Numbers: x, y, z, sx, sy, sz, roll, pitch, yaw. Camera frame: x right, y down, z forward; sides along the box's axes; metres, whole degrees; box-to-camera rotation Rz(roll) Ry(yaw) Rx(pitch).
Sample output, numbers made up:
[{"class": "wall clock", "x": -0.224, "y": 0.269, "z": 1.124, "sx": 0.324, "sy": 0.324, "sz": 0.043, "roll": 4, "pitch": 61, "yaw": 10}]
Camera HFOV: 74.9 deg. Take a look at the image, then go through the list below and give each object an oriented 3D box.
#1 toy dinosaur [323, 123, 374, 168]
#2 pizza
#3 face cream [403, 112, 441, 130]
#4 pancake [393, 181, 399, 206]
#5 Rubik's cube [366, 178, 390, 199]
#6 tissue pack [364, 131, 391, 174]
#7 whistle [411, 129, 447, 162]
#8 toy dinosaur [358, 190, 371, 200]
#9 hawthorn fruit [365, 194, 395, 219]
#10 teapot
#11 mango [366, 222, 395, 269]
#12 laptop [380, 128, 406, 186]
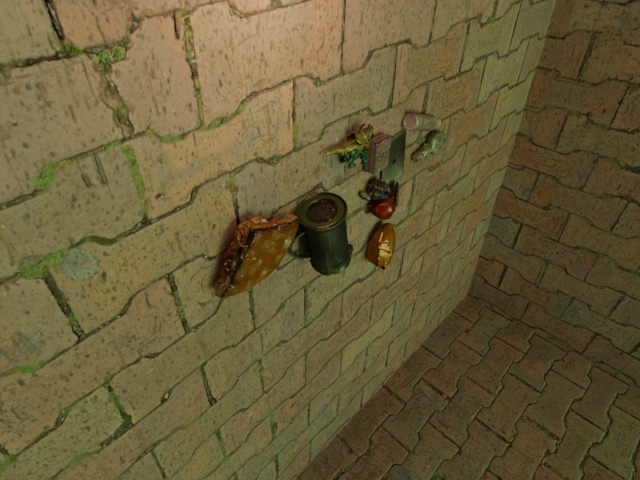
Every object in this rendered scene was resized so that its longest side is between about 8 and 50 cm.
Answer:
[{"class": "toy dinosaur", "x": 0.114, "y": -0.356, "z": 1.654, "sx": 0.259, "sy": 0.094, "sz": 0.153, "roll": -31, "pitch": 139, "yaw": -24}, {"class": "pizza", "x": -0.232, "y": 0.038, "z": 1.482, "sx": 0.409, "sy": 0.114, "sz": 0.278, "roll": -51, "pitch": 147, "yaw": -13}, {"class": "face cream", "x": 0.493, "y": -0.562, "z": 1.992, "sx": 0.269, "sy": 0.082, "sz": 0.082, "roll": -14, "pitch": 127, "yaw": -48}, {"class": "pancake", "x": 0.377, "y": -0.204, "z": 2.089, "sx": 0.190, "sy": 0.020, "sz": 0.184, "roll": -74, "pitch": 168, "yaw": -58}, {"class": "Rubik's cube", "x": 0.270, "y": -0.238, "z": 1.945, "sx": 0.093, "sy": 0.111, "sz": 0.111, "roll": -36, "pitch": 149, "yaw": 11}, {"class": "tissue pack", "x": 0.251, "y": -0.380, "z": 1.832, "sx": 0.115, "sy": 0.065, "sz": 0.155, "roll": -34, "pitch": 138, "yaw": -36}, {"class": "whistle", "x": 0.569, "y": -0.486, "z": 2.172, "sx": 0.258, "sy": 0.067, "sz": 0.126, "roll": -39, "pitch": 129, "yaw": -22}, {"class": "toy dinosaur", "x": 0.207, "y": -0.204, "z": 1.931, "sx": 0.083, "sy": 0.047, "sz": 0.030, "roll": 27, "pitch": 92, "yaw": -56}, {"class": "hawthorn fruit", "x": 0.299, "y": -0.164, "z": 2.019, "sx": 0.140, "sy": 0.125, "sz": 0.125, "roll": 14, "pitch": 104, "yaw": -50}, {"class": "teapot", "x": 0.000, "y": 0.000, "z": 1.709, "sx": 0.270, "sy": 0.200, "sz": 0.337, "roll": -23, "pitch": 140, "yaw": -9}, {"class": "mango", "x": 0.325, "y": 0.025, "z": 2.204, "sx": 0.154, "sy": 0.126, "sz": 0.252, "roll": -1, "pitch": 110, "yaw": -40}, {"class": "laptop", "x": 0.349, "y": -0.381, "z": 2.005, "sx": 0.187, "sy": 0.015, "sz": 0.269, "roll": -38, "pitch": 142, "yaw": -29}]
